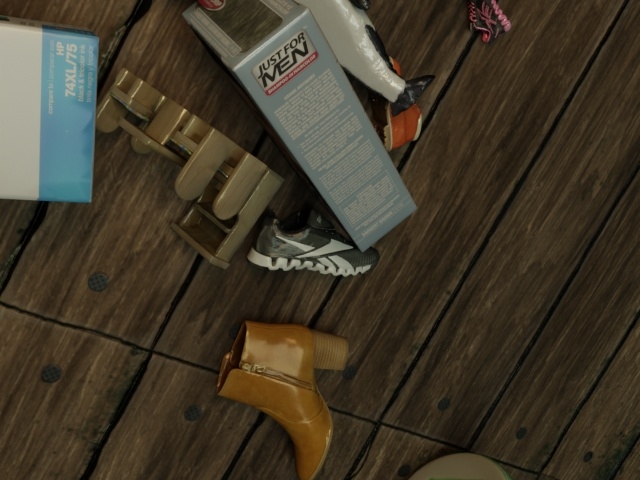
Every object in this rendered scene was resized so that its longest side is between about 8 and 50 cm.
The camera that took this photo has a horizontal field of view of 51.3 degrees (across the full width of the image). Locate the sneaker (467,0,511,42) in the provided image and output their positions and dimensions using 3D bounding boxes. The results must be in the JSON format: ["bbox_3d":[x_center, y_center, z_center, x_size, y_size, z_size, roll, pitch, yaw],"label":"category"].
[{"bbox_3d":[0.263,-0.375,1.096,0.057,0.047,0.119,-42,119,9],"label":"sneaker"}]

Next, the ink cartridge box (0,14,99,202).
[{"bbox_3d":[-0.415,-0.168,0.790,0.270,0.198,0.197,1,109,-24],"label":"ink cartridge box"}]

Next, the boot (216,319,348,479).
[{"bbox_3d":[-0.081,0.283,1.168,0.211,0.104,0.295,9,100,-20],"label":"boot"}]

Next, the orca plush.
[{"bbox_3d":[0.053,-0.325,0.986,0.287,0.151,0.102,33,53,-7],"label":"orca plush"}]

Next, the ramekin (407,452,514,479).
[{"bbox_3d":[0.280,0.570,1.314,0.303,0.303,0.148,-37,112,-7],"label":"ramekin"}]

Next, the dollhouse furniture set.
[{"bbox_3d":[-0.186,-0.082,0.918,0.161,0.212,0.242,-55,146,2],"label":"dollhouse furniture set"}]

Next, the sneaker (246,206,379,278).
[{"bbox_3d":[0.000,0.000,1.099,0.234,0.078,0.106,5,110,-22],"label":"sneaker"}]

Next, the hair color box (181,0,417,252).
[{"bbox_3d":[-0.016,-0.166,0.910,0.113,0.185,0.374,-38,136,-1],"label":"hair color box"}]

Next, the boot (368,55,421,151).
[{"bbox_3d":[0.126,-0.226,1.085,0.084,0.059,0.158,-16,123,-20],"label":"boot"}]
